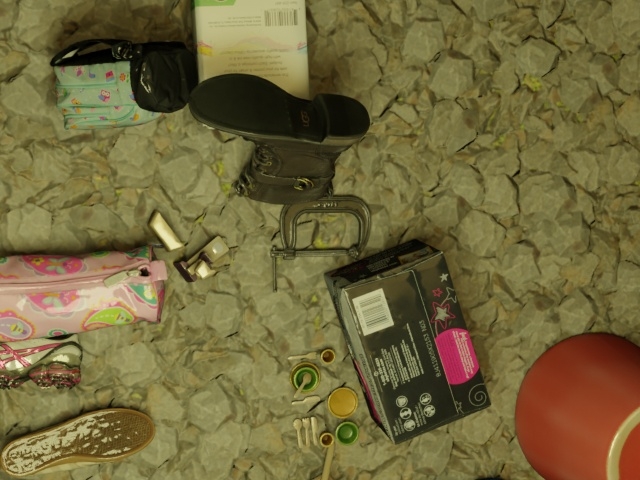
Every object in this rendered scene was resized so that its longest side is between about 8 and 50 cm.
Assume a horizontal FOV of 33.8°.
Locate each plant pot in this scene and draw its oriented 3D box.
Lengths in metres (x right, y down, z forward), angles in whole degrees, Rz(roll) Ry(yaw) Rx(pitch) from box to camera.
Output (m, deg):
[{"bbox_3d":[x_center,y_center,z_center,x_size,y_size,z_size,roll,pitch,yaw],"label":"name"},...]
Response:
[{"bbox_3d":[0.465,0.296,1.603,0.275,0.243,0.274,-2,98,-12],"label":"plant pot"}]

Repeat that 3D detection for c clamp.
[{"bbox_3d":[0.000,0.000,1.573,0.161,0.022,0.137,-7,94,-10],"label":"c clamp"}]

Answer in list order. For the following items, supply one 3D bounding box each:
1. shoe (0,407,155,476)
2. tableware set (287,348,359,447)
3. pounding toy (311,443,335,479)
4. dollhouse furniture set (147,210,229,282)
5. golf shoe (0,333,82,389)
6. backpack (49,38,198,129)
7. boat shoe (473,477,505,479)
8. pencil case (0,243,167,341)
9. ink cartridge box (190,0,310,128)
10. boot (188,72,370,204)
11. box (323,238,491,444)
[{"bbox_3d":[-0.349,0.290,1.518,0.219,0.058,0.076,-10,80,-15],"label":"shoe"},{"bbox_3d":[0.008,0.241,1.599,0.104,0.024,0.154,-7,95,-12],"label":"tableware set"},{"bbox_3d":[-0.002,0.402,1.579,0.141,0.130,0.100,-30,115,-7],"label":"pounding toy"},{"bbox_3d":[-0.181,-0.010,1.504,0.081,0.091,0.114,-40,102,-21],"label":"dollhouse furniture set"},{"bbox_3d":[-0.429,0.164,1.481,0.186,0.067,0.085,1,65,-8],"label":"golf shoe"},{"bbox_3d":[-0.272,-0.207,1.407,0.182,0.152,0.115,-2,94,24],"label":"backpack"},{"bbox_3d":[0.184,0.436,1.625,0.258,0.109,0.089,-10,88,-9],"label":"boat shoe"},{"bbox_3d":[-0.353,0.071,1.447,0.284,0.124,0.124,-5,99,-10],"label":"pencil case"},{"bbox_3d":[-0.099,-0.266,1.475,0.154,0.093,0.212,-5,97,-12],"label":"ink cartridge box"},{"bbox_3d":[-0.074,-0.117,1.439,0.263,0.229,0.091,8,62,-19],"label":"boot"},{"bbox_3d":[0.123,0.145,1.557,0.163,0.142,0.247,-20,100,-8],"label":"box"}]
